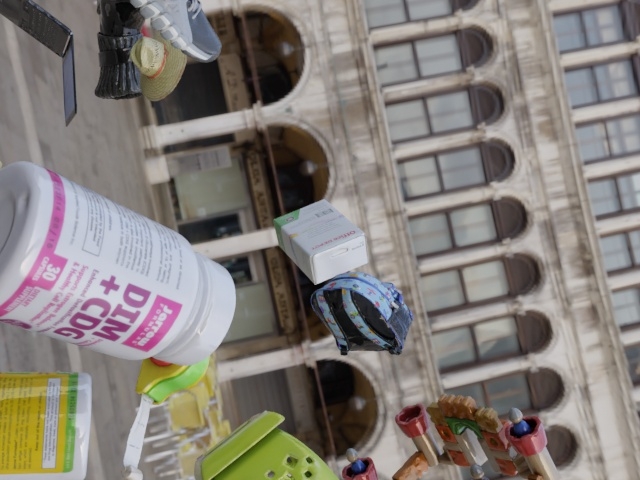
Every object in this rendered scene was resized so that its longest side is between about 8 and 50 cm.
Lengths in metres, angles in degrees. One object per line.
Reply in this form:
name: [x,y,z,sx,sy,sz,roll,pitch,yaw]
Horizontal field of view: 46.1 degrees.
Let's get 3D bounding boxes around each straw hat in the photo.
straw hat: [-0.305,-0.327,1.339,0.061,0.144,0.145,17,50,-48]

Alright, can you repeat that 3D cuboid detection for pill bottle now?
pill bottle: [-0.238,0.040,0.832,0.283,0.160,0.160,29,34,-45]
pill bottle: [-0.411,0.229,0.920,0.136,0.245,0.137,-176,-90,-72]

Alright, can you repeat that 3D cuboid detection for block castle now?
block castle: [0.290,0.515,1.737,0.453,0.303,0.213,-10,-68,54]

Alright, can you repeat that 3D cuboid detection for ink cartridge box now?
ink cartridge box: [0.000,0.000,1.860,0.212,0.154,0.093,41,-32,52]

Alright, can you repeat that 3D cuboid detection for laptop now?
laptop: [-0.592,-0.380,1.554,0.264,0.137,0.234,36,-13,-20]

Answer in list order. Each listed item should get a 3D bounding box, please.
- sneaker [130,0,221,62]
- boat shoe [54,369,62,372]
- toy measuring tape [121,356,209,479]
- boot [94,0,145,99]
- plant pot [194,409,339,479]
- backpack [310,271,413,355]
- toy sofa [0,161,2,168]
sneaker: [-0.176,-0.335,0.951,0.228,0.132,0.086,39,23,-39]
boat shoe: [-0.575,0.318,1.493,0.066,0.183,0.066,59,0,0]
toy measuring tape: [-0.271,0.270,1.363,0.121,0.121,0.330,89,7,-56]
boot: [-0.473,-0.483,1.817,0.348,0.131,0.260,179,-88,-71]
plant pot: [-0.123,0.475,1.505,0.207,0.228,0.227,53,-20,5]
backpack: [0.073,0.124,1.405,0.173,0.158,0.117,54,46,-30]
toy sofa: [-0.589,0.021,1.006,0.363,0.177,0.150,-63,-179,17]
